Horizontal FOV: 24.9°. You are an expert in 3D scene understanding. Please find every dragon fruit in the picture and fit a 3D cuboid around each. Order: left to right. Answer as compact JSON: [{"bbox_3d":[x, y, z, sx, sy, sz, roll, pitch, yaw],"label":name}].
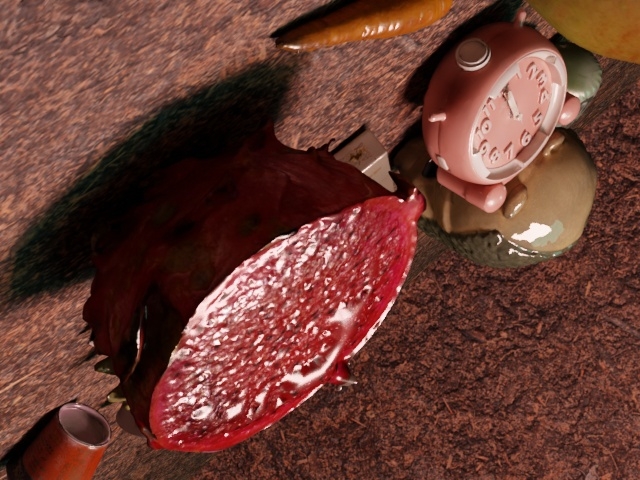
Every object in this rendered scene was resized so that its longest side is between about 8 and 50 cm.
[{"bbox_3d":[-0.088,0.030,1.542,0.386,0.249,0.371,-43,155,-6],"label":"dragon fruit"}]

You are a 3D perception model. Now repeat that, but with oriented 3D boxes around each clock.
[{"bbox_3d":[0.224,-0.194,1.967,0.227,0.142,0.241,-50,148,-9],"label":"clock"}]

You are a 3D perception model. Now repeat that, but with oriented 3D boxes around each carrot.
[{"bbox_3d":[0.049,-0.222,1.462,0.256,0.061,0.061,-30,166,-38],"label":"carrot"}]

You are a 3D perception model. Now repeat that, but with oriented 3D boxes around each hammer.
[{"bbox_3d":[0.310,-0.201,2.422,0.335,0.119,0.206,-32,169,-9],"label":"hammer"}]

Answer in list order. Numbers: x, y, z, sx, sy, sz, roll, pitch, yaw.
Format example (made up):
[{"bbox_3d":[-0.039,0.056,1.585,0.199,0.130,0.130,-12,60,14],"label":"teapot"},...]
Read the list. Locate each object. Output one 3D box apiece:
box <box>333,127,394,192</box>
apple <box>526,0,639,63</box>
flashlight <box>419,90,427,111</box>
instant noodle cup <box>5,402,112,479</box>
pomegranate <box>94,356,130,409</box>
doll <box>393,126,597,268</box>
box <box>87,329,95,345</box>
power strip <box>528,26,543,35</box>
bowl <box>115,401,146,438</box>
[{"bbox_3d":[0.015,-0.046,2.116,0.204,0.051,0.365,-39,170,-2],"label":"box"},{"bbox_3d":[0.332,-0.308,1.337,0.338,0.338,0.305,-34,168,-31],"label":"apple"},{"bbox_3d":[0.185,-0.218,2.053,0.110,0.031,0.052,-39,170,-7],"label":"flashlight"},{"bbox_3d":[-0.370,0.311,2.093,0.136,0.127,0.127,-56,164,25],"label":"instant noodle cup"},{"bbox_3d":[-0.137,0.134,1.944,0.286,0.231,0.231,-1,145,-41],"label":"pomegranate"},{"bbox_3d":[0.250,-0.083,2.200,0.247,0.247,0.349,-37,-161,-20],"label":"doll"},{"bbox_3d":[-0.176,0.078,1.755,0.247,0.129,0.033,-50,-160,41],"label":"box"},{"bbox_3d":[0.281,-0.279,2.140,0.081,0.035,0.192,-43,170,20],"label":"power strip"},{"bbox_3d":[-0.228,0.241,2.284,0.189,0.189,0.086,-26,122,-55],"label":"bowl"}]
